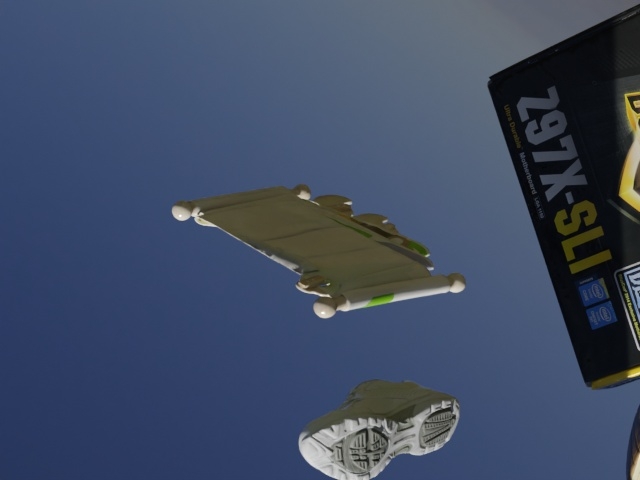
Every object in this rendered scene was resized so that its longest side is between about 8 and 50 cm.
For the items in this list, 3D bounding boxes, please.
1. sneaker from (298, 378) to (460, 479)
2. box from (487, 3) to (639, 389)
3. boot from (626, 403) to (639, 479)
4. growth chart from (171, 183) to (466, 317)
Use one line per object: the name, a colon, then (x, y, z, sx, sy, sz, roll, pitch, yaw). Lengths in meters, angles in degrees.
sneaker: (0.053, 0.221, 1.762, 0.232, 0.090, 0.115, -6, -156, -40)
box: (0.320, -0.053, 1.337, 0.079, 0.257, 0.322, 5, -115, -55)
boot: (0.539, 0.246, 1.970, 0.203, 0.262, 0.095, 17, -158, -2)
growth chart: (0.000, 0.000, 1.127, 0.172, 0.021, 0.237, -5, -157, -37)
